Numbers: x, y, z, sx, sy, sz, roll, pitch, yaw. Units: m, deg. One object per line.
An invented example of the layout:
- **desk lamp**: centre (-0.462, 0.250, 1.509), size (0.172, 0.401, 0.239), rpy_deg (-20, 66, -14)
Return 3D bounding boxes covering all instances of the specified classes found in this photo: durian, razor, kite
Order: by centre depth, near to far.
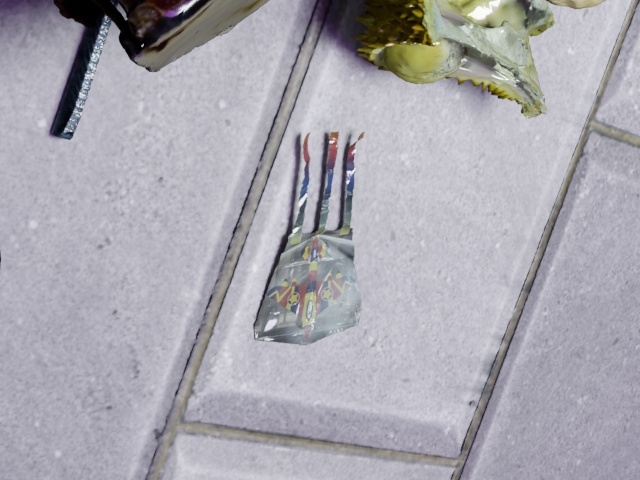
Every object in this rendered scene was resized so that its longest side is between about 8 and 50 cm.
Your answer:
- **razor**: centre (-0.201, -0.181, 1.382), size (0.066, 0.033, 0.190), rpy_deg (13, 105, -43)
- **durian**: centre (0.147, -0.222, 1.549), size (0.306, 0.166, 0.172), rpy_deg (29, 91, -53)
- **kite**: centre (-0.001, -0.001, 1.620), size (0.141, 0.015, 0.245), rpy_deg (-8, 116, -37)

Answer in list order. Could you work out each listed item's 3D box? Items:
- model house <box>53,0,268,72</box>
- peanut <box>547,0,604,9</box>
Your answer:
- **model house**: centre (-0.141, -0.318, 1.279), size (0.317, 0.297, 0.282), rpy_deg (-42, 92, -14)
- **peanut**: centre (0.277, -0.411, 1.567), size (0.174, 0.158, 0.340), rpy_deg (-31, 131, -55)
